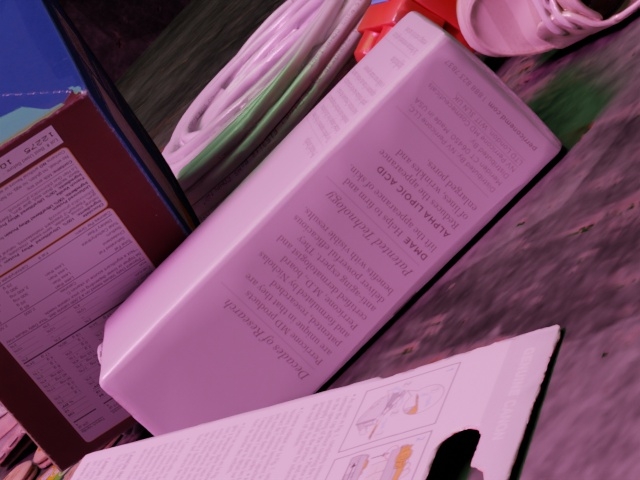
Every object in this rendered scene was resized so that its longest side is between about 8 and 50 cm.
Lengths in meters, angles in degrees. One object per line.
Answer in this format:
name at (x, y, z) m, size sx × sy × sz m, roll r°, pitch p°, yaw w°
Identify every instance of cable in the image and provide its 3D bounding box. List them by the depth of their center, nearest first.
cable at (-0.014, -0.091, 1.241) m, size 0.257 × 0.089 × 0.257 m, roll -45°, pitch 12°, yaw 8°

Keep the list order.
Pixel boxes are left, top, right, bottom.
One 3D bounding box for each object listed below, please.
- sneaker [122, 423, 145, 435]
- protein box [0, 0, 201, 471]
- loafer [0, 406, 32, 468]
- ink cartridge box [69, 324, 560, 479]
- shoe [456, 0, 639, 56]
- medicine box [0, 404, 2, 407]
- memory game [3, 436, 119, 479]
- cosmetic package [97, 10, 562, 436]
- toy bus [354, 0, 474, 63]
sneaker at (-0.111, 0.054, 1.111) m, size 0.061 × 0.053 × 0.152 m, roll 7°, pitch 36°, yaw 21°
protein box at (-0.158, -0.024, 1.022) m, size 0.136 × 0.201 × 0.200 m, roll -32°, pitch 40°, yaw 0°
loafer at (-0.195, 0.124, 1.277) m, size 0.045 × 0.039 × 0.125 m, roll -11°, pitch -12°, yaw -42°
ink cartridge box at (-0.024, 0.130, 0.674) m, size 0.232 × 0.066 × 0.189 m, roll -14°, pitch 26°, yaw 27°
shoe at (0.145, -0.153, 0.925) m, size 0.219 × 0.076 × 0.058 m, roll -33°, pitch 12°, yaw 39°
medicine box at (-0.298, -0.018, 1.470) m, size 0.149 × 0.289 × 0.263 m, roll -46°, pitch 12°, yaw -4°
memory game at (-0.185, 0.163, 1.151) m, size 0.186 × 0.012 × 0.186 m, roll -43°, pitch 12°, yaw 12°
cosmetic package at (0.000, 0.000, 0.898) m, size 0.231 × 0.085 × 0.117 m, roll -46°, pitch 11°, yaw 6°
toy bus at (0.103, -0.187, 1.064) m, size 0.211 × 0.149 × 0.220 m, roll -62°, pitch 18°, yaw -12°
